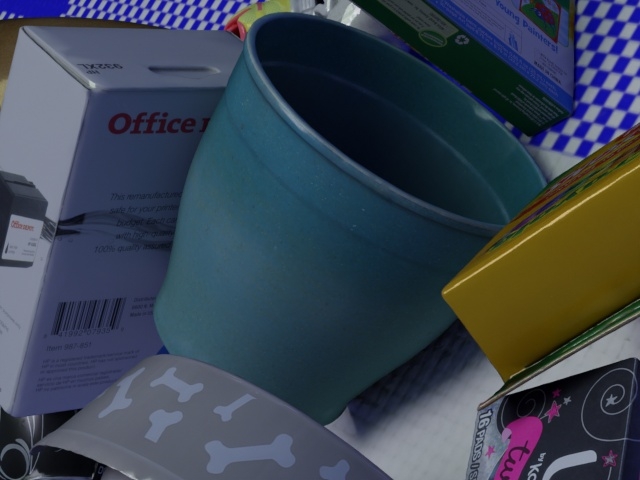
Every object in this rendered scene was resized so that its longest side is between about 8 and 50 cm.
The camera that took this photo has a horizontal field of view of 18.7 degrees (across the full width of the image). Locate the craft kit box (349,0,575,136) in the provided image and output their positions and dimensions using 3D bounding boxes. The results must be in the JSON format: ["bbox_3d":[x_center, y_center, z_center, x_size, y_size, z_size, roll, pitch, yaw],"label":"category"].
[{"bbox_3d":[0.114,-0.248,1.623,0.061,0.250,0.247,-27,40,40],"label":"craft kit box"}]

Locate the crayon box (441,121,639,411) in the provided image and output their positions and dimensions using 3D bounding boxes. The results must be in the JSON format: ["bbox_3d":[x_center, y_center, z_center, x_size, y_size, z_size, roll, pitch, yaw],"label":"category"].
[{"bbox_3d":[0.208,-0.018,1.280,0.202,0.081,0.318,-35,2,29],"label":"crayon box"}]

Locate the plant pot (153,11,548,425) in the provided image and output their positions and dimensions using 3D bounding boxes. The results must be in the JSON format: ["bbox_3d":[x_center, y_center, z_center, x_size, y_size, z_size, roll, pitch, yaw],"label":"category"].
[{"bbox_3d":[0.000,0.000,1.548,0.255,0.271,0.272,-56,28,25],"label":"plant pot"}]

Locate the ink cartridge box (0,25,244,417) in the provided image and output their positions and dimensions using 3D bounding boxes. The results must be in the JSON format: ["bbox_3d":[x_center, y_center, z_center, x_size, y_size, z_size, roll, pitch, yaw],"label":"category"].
[{"bbox_3d":[-0.168,-0.021,1.665,0.129,0.223,0.307,40,123,41],"label":"ink cartridge box"}]

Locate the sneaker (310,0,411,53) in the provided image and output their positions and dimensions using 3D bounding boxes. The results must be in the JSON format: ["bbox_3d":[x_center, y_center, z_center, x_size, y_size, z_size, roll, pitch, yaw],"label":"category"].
[{"bbox_3d":[0.015,-0.126,1.792,0.292,0.110,0.118,-52,38,23],"label":"sneaker"}]

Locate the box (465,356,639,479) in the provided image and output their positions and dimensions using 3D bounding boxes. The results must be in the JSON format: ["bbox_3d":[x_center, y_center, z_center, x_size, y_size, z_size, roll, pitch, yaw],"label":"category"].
[{"bbox_3d":[0.175,0.222,1.172,0.142,0.163,0.247,-23,43,44],"label":"box"}]

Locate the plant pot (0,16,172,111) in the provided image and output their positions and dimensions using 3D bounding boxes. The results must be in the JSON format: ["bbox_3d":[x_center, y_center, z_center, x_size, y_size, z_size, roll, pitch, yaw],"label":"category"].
[{"bbox_3d":[-0.210,-0.130,2.008,0.254,0.237,0.237,-6,54,34],"label":"plant pot"}]

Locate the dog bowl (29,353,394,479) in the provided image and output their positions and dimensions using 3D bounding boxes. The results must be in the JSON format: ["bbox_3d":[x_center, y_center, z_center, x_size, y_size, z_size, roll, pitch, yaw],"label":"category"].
[{"bbox_3d":[-0.029,0.210,1.311,0.102,0.349,0.348,-51,29,-20],"label":"dog bowl"}]

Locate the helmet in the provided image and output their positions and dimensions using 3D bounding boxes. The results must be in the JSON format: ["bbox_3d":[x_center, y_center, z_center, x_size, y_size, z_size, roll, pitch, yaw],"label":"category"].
[{"bbox_3d":[-0.243,0.164,1.799,0.169,0.169,0.162,-25,58,39],"label":"helmet"}]

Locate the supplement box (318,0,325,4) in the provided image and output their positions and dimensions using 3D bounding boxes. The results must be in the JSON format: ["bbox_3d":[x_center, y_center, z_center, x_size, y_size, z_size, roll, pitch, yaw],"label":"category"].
[{"bbox_3d":[0.048,-0.240,1.862,0.083,0.083,0.056,-47,33,12],"label":"supplement box"}]

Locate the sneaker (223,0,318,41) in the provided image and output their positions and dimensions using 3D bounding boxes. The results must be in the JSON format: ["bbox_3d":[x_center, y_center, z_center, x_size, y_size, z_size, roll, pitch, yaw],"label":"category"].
[{"bbox_3d":[-0.061,-0.193,1.896,0.208,0.094,0.081,135,119,-74],"label":"sneaker"}]
